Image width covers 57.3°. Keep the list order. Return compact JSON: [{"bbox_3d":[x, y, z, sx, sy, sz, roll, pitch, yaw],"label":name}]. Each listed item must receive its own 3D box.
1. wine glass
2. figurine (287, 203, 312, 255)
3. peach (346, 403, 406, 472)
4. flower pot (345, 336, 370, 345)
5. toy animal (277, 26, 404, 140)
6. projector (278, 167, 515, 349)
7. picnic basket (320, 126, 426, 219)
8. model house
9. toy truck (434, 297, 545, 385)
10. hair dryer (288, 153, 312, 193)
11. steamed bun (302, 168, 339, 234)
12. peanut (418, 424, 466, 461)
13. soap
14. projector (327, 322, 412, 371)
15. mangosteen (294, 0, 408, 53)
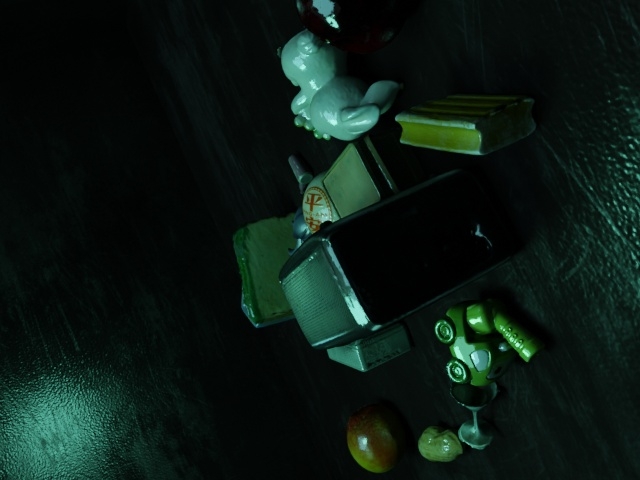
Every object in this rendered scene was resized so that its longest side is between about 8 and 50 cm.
[{"bbox_3d":[0.397,0.439,1.495,0.122,0.122,0.182,36,146,53],"label":"wine glass"},{"bbox_3d":[-0.009,-0.010,1.910,0.197,0.175,0.265,59,150,31],"label":"figurine"},{"bbox_3d":[0.200,0.706,2.106,0.231,0.231,0.231,50,153,36],"label":"peach"},{"bbox_3d":[0.083,0.146,1.693,0.299,0.283,0.299,49,154,35],"label":"flower pot"},{"bbox_3d":[0.038,-0.366,1.400,0.310,0.183,0.247,62,159,10],"label":"toy animal"},{"bbox_3d":[0.142,0.050,1.295,0.242,0.395,0.405,62,159,7],"label":"projector"},{"bbox_3d":[0.125,-0.147,1.464,0.165,0.139,0.266,63,155,9],"label":"picnic basket"},{"bbox_3d":[-0.184,0.123,2.254,0.342,0.335,0.382,142,114,-66],"label":"model house"},{"bbox_3d":[0.369,0.209,1.297,0.210,0.148,0.187,-50,60,44],"label":"toy truck"},{"bbox_3d":[-0.068,-0.210,2.008,0.106,0.054,0.154,58,162,33],"label":"hair dryer"},{"bbox_3d":[0.034,-0.089,1.672,0.232,0.145,0.231,15,111,46],"label":"steamed bun"},{"bbox_3d":[0.364,0.612,1.768,0.108,0.095,0.226,66,158,10],"label":"peanut"},{"bbox_3d":[0.261,-0.220,1.084,0.232,0.140,0.073,26,135,59],"label":"soap"},{"bbox_3d":[0.144,0.315,1.851,0.257,0.192,0.099,-4,103,67],"label":"projector"},{"bbox_3d":[0.076,-0.510,1.159,0.235,0.236,0.261,47,118,40],"label":"mangosteen"}]
